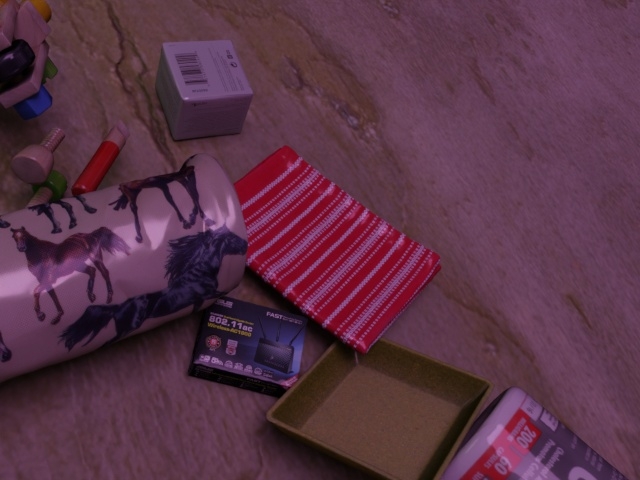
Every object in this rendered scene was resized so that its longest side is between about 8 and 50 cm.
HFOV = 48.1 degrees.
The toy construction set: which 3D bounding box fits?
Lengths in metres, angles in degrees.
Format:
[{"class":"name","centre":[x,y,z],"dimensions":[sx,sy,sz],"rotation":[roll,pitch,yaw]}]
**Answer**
[{"class":"toy construction set","centre":[-0.360,-0.200,0.831],"dimensions":[0.309,0.257,0.237],"rotation":[38,38,-20]}]

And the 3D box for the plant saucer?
[{"class":"plant saucer","centre":[0.067,0.188,0.780],"dimensions":[0.189,0.045,0.188],"rotation":[19,35,25]}]

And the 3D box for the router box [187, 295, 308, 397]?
[{"class":"router box","centre":[-0.081,0.120,0.820],"dimensions":[0.123,0.038,0.092],"rotation":[16,54,-11]}]

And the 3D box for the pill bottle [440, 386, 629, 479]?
[{"class":"pill bottle","centre":[0.261,0.302,0.742],"dimensions":[0.283,0.161,0.161],"rotation":[40,53,15]}]

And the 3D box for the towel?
[{"class":"towel","centre":[0.000,0.000,0.908],"dimensions":[0.275,0.031,0.199],"rotation":[37,50,14]}]

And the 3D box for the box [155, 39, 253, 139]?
[{"class":"box","centre":[-0.159,-0.203,0.968],"dimensions":[0.102,0.087,0.101],"rotation":[-10,63,-27]}]

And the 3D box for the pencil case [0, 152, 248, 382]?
[{"class":"pencil case","centre":[-0.268,0.033,0.719],"dimensions":[0.411,0.159,0.183],"rotation":[-20,42,-28]}]
